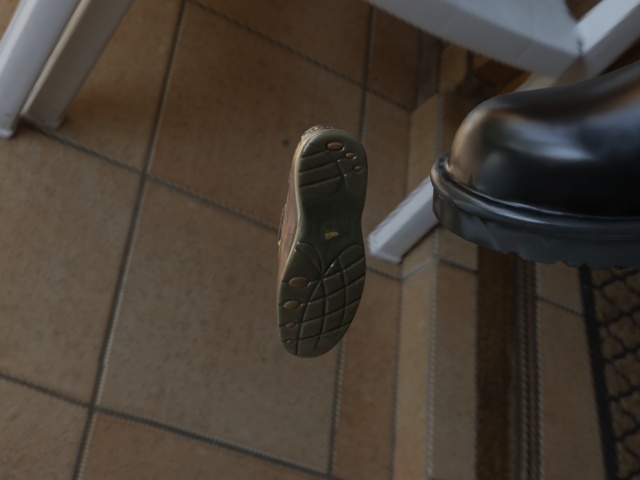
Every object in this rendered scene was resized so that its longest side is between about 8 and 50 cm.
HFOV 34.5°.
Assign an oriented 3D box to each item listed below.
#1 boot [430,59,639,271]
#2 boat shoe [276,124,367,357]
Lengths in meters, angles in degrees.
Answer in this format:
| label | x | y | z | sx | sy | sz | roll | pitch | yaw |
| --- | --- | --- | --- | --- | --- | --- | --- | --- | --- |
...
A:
| label | x | y | z | sx | sy | sz | roll | pitch | yaw |
| --- | --- | --- | --- | --- | --- | --- | --- | --- | --- |
| boot | 0.217 | -0.135 | 0.504 | 0.131 | 0.347 | 0.260 | -81 | 163 | -68 |
| boat shoe | 0.000 | 0.000 | 0.772 | 0.064 | 0.060 | 0.178 | 3 | 107 | -11 |
